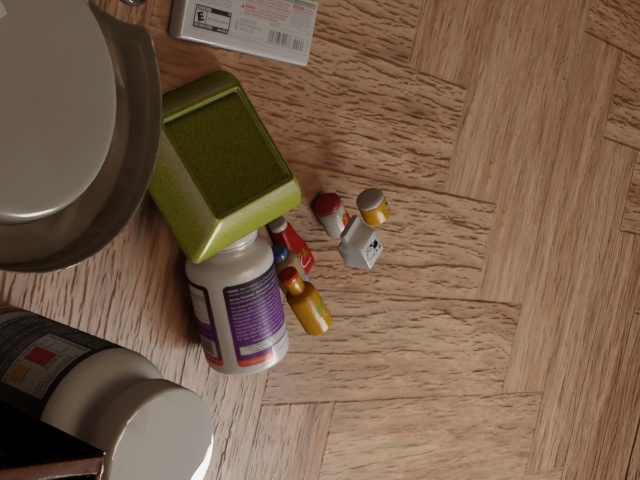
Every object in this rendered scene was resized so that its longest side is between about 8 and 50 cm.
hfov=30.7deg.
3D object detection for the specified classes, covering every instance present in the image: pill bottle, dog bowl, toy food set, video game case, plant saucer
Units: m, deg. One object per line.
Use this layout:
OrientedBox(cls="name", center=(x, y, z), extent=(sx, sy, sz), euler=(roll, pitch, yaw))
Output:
OrientedBox(cls="pill bottle", center=(-0.247, 0.169, 1.138), extent=(0.162, 0.278, 0.162), euler=(-19, 115, -46))
OrientedBox(cls="dog bowl", center=(-0.300, -0.140, 1.052), extent=(0.349, 0.102, 0.348), euler=(10, 78, -53))
OrientedBox(cls="toy food set", center=(0.000, 0.000, 1.521), extent=(0.232, 0.111, 0.104), euler=(-57, 138, -29))
OrientedBox(cls="pill bottle", center=(-0.104, 0.057, 1.414), extent=(0.108, 0.108, 0.193), euler=(-35, 127, -39))
OrientedBox(cls="video game case", center=(-0.077, -0.326, 1.387), extent=(0.227, 0.026, 0.206), euler=(3, 100, -50))
OrientedBox(cls="plant saucer", center=(-0.116, -0.095, 1.324), extent=(0.188, 0.045, 0.188), euler=(-32, 93, -41))

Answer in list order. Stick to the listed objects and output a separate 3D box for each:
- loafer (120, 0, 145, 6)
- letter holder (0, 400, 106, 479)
OrientedBox(cls="loafer", center=(-0.131, -0.391, 1.145), extent=(0.134, 0.130, 0.366), euler=(47, 49, -46))
OrientedBox(cls="letter holder", center=(-0.356, 0.245, 1.010), extent=(0.152, 0.302, 0.214), euler=(3, 100, -51))
